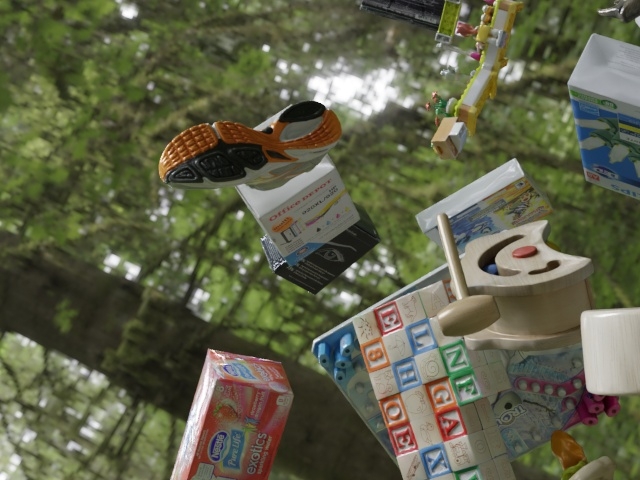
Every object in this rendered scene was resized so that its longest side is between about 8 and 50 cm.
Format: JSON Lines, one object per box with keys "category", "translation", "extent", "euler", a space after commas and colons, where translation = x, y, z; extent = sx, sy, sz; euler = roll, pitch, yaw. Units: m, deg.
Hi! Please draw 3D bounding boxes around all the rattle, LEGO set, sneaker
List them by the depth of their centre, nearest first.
{"category": "sneaker", "translation": [-0.097, -0.102, 1.625], "extent": [0.262, 0.099, 0.121], "euler": [-15, -27, -24]}
{"category": "LEGO set", "translation": [0.191, -0.250, 1.639], "extent": [0.132, 0.107, 0.287], "euler": [21, -91, -73]}
{"category": "rattle", "translation": [0.364, 0.392, 1.893], "extent": [0.199, 0.143, 0.130], "euler": [-30, -22, -22]}

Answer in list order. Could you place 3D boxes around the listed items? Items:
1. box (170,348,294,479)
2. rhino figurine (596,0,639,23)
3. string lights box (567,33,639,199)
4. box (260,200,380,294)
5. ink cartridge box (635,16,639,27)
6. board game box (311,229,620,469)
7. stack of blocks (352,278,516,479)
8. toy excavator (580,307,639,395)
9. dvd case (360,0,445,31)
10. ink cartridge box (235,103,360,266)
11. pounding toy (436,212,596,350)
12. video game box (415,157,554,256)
{"category": "box", "translation": [-0.170, 0.371, 2.192], "extent": [0.142, 0.154, 0.300], "euler": [-121, 45, -67]}
{"category": "rhino figurine", "translation": [0.451, -0.324, 1.443], "extent": [0.073, 0.243, 0.106], "euler": [46, -145, -37]}
{"category": "string lights box", "translation": [0.388, -0.137, 1.446], "extent": [0.077, 0.133, 0.260], "euler": [-61, -26, -13]}
{"category": "box", "translation": [0.000, 0.000, 2.605], "extent": [0.207, 0.108, 0.153], "euler": [-39, -41, 17]}
{"category": "ink cartridge box", "translation": [0.645, -0.464, 1.992], "extent": [0.197, 0.114, 0.273], "euler": [-18, -38, -2]}
{"category": "board game box", "translation": [0.247, 0.230, 1.975], "extent": [0.390, 0.390, 0.050], "euler": [-31, 21, 12]}
{"category": "stack of blocks", "translation": [0.176, 0.220, 1.693], "extent": [0.087, 0.171, 0.297], "euler": [-3, -108, -53]}
{"category": "toy excavator", "translation": [0.501, 0.101, 1.234], "extent": [0.433, 0.445, 0.222], "euler": [7, -102, -77]}
{"category": "dvd case", "translation": [0.174, -0.499, 2.334], "extent": [0.018, 0.164, 0.221], "euler": [107, 178, -48]}
{"category": "ink cartridge box", "translation": [-0.057, -0.098, 2.202], "extent": [0.171, 0.168, 0.233], "euler": [-34, -26, -2]}
{"category": "pounding toy", "translation": [0.218, 0.025, 1.287], "extent": [0.269, 0.154, 0.155], "euler": [-53, -50, -66]}
{"category": "video game box", "translation": [0.295, -0.048, 2.121], "extent": [0.205, 0.048, 0.187], "euler": [-30, -27, 16]}
